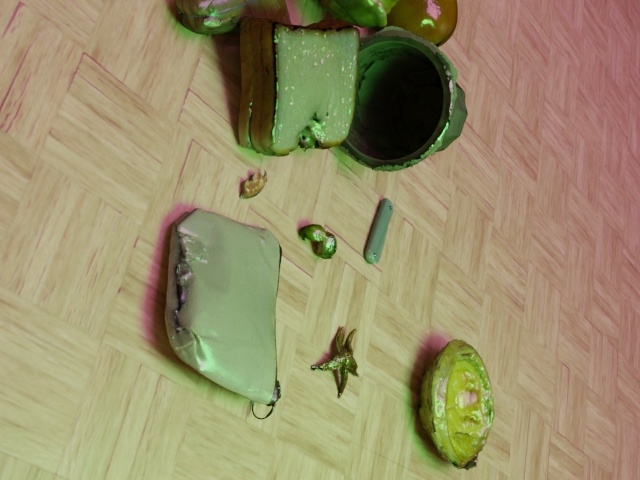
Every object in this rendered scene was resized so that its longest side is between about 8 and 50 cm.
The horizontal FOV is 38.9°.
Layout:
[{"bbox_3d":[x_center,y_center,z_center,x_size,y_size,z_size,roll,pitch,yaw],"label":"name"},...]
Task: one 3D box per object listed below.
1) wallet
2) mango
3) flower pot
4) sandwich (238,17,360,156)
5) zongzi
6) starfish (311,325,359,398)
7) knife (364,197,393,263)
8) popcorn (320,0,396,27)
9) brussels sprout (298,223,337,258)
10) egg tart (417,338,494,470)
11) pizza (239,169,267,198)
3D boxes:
[{"bbox_3d":[-0.153,0.105,1.507,0.275,0.068,0.335,33,49,-46],"label":"wallet"},{"bbox_3d":[0.206,-0.567,2.056,0.211,0.173,0.317,7,62,-44],"label":"mango"},{"bbox_3d":[0.186,-0.277,1.887,0.259,0.290,0.290,-1,81,-63],"label":"flower pot"},{"bbox_3d":[-0.036,-0.284,1.678,0.273,0.095,0.249,-18,115,-53],"label":"sandwich"},{"bbox_3d":[-0.143,-0.394,1.642,0.228,0.115,0.256,-56,142,-31],"label":"zongzi"},{"bbox_3d":[0.037,0.234,1.719,0.130,0.041,0.133,-6,85,-50],"label":"starfish"},{"bbox_3d":[0.127,-0.018,1.914,0.044,0.023,0.162,44,49,-32],"label":"knife"},{"bbox_3d":[0.062,-0.567,1.810,0.276,0.276,0.225,48,46,-32],"label":"popcorn"},{"bbox_3d":[0.000,-0.001,1.732,0.051,0.046,0.083,-44,123,-1],"label":"brussels sprout"},{"bbox_3d":[0.288,0.354,1.962,0.279,0.095,0.279,10,78,-52],"label":"egg tart"},{"bbox_3d":[-0.121,-0.101,1.637,0.083,0.016,0.037,-49,119,-42],"label":"pizza"}]
